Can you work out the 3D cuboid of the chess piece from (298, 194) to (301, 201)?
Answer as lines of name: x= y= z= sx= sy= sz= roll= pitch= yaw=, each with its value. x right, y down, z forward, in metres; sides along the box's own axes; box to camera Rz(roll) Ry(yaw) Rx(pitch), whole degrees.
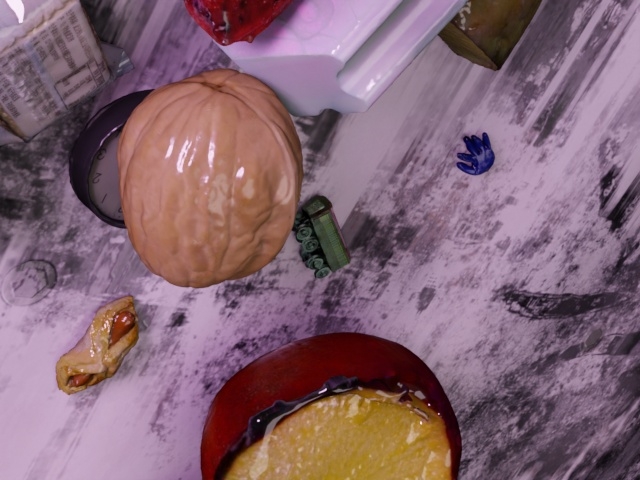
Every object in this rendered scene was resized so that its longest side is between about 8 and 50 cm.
chess piece: x=-0.070 y=-0.091 z=1.513 sx=0.060 sy=0.060 sz=0.172 roll=-40 pitch=144 yaw=-4

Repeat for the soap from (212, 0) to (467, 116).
soap: x=0.050 y=-0.300 z=1.301 sx=0.347 sy=0.208 sz=0.115 roll=-47 pitch=140 yaw=5

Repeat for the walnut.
walnut: x=-0.126 y=-0.066 z=1.304 sx=0.225 sy=0.225 sz=0.261 roll=-12 pitch=131 yaw=-33

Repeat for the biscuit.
biscuit: x=-0.295 y=-0.185 z=1.141 sx=0.186 sy=0.079 sz=0.309 roll=-35 pitch=171 yaw=-6

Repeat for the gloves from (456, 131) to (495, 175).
gloves: x=0.238 y=-0.131 z=1.762 sx=0.064 sy=0.026 sz=0.086 roll=-37 pitch=141 yaw=-5

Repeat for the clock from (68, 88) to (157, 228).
clock: x=-0.214 y=-0.096 z=1.392 sx=0.184 sy=0.040 sz=0.184 roll=-23 pitch=137 yaw=-24

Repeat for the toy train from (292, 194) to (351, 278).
toy train: x=0.000 y=0.000 z=1.667 sx=0.071 sy=0.038 sz=0.148 roll=-34 pitch=142 yaw=-10

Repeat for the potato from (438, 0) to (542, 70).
potato: x=0.243 y=-0.357 z=1.440 sx=0.255 sy=0.112 sz=0.269 roll=-59 pitch=163 yaw=5

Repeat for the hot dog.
hot dog: x=-0.296 y=0.152 z=1.531 sx=0.078 sy=0.061 sz=0.169 roll=23 pitch=108 yaw=-48

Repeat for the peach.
peach: x=0.005 y=0.322 z=1.713 sx=0.416 sy=0.353 sz=0.339 roll=-19 pitch=109 yaw=-58

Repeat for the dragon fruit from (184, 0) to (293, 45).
dragon fruit: x=-0.082 y=-0.387 z=1.174 sx=0.205 sy=0.152 sz=0.317 roll=-29 pitch=135 yaw=-36
